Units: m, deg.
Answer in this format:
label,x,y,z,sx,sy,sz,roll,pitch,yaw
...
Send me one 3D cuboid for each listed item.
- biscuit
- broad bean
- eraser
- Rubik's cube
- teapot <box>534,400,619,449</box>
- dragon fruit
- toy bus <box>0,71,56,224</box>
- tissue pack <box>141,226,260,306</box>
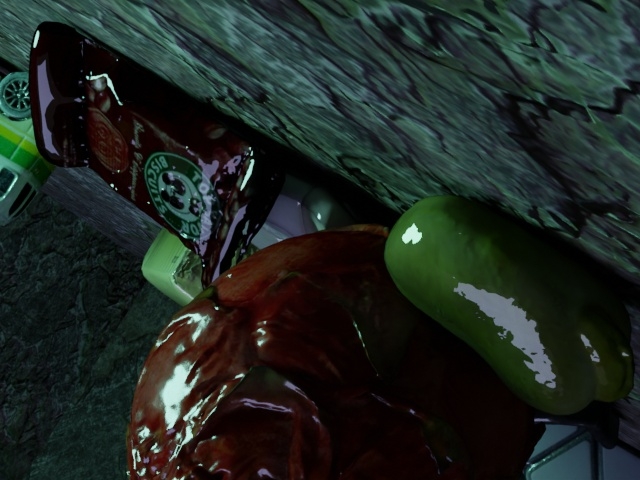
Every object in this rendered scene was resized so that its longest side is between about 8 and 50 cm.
label,x,y,z,sx,sy,sz,roll,pitch,yaw
biscuit,-0.132,-0.064,1.265,0.235,0.063,0.151,37,143,19
broad bean,0.119,0.042,0.997,0.174,0.082,0.124,35,158,-9
eraser,0.001,-0.001,1.338,0.204,0.059,0.243,25,168,41
Rubik's cube,0.239,0.259,1.844,0.228,0.228,0.233,99,160,-44
teapot,0.112,0.175,1.513,0.305,0.223,0.285,33,167,7
dragon fruit,0.015,0.126,1.125,0.277,0.342,0.277,16,130,20
toy bus,-0.413,-0.141,1.738,0.276,0.165,0.133,31,172,1
tissue pack,-0.089,0.035,1.725,0.159,0.125,0.234,33,173,-13
